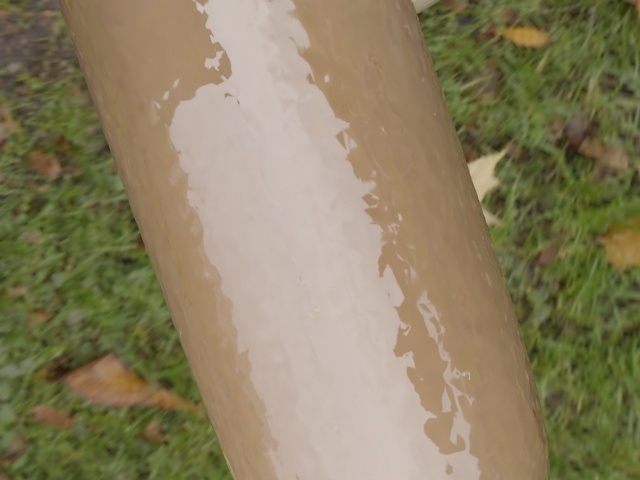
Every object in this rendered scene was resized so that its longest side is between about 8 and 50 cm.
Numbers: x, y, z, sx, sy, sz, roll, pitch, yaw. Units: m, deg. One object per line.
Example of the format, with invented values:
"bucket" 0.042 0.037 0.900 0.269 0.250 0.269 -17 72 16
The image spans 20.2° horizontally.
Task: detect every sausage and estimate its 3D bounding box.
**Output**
"sausage" 0.000 0.000 0.647 0.123 0.123 0.253 -19 95 13

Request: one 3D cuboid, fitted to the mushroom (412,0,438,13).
"mushroom" 0.010 -0.325 1.423 0.292 0.292 0.290 22 81 6
